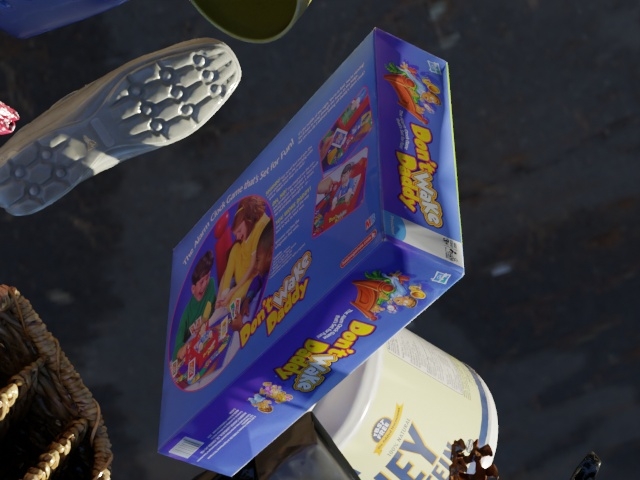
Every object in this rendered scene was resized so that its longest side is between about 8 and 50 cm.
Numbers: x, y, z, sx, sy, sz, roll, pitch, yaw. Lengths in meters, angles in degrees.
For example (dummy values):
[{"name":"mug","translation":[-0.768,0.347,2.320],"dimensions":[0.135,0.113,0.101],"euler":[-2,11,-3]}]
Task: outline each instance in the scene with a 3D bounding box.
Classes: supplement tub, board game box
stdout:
[{"name":"supplement tub","translation":[0.033,0.200,1.963],"dimensions":[0.235,0.235,0.325],"euler":[-33,134,30]},{"name":"board game box","translation":[-0.017,0.017,1.392],"dimensions":[0.078,0.233,0.347],"euler":[23,135,-25]}]

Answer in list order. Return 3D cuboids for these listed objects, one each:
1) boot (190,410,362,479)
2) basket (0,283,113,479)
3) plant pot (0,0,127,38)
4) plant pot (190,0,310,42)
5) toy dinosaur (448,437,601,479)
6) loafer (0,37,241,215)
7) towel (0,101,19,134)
[{"name":"boot","translation":[-0.035,0.450,1.712],"dimensions":[0.367,0.146,0.445],"euler":[-39,115,-9]},{"name":"basket","translation":[-0.313,0.231,1.490],"dimensions":[0.299,0.213,0.223],"euler":[-48,168,-52]},{"name":"plant pot","translation":[-0.245,-0.319,1.279],"dimensions":[0.212,0.236,0.236],"euler":[25,163,-30]},{"name":"plant pot","translation":[-0.045,-0.248,1.367],"dimensions":[0.095,0.134,0.134],"euler":[-44,171,-38]},{"name":"toy dinosaur","translation":[0.104,0.220,0.739],"dimensions":[0.164,0.322,0.218],"euler":[-1,136,-44]},{"name":"loafer","translation":[-0.241,-0.141,1.858],"dimensions":[0.319,0.111,0.112],"euler":[-27,113,-1]},{"name":"towel","translation":[-0.445,-0.129,1.545],"dimensions":[0.198,0.031,0.275],"euler":[-16,157,23]}]
